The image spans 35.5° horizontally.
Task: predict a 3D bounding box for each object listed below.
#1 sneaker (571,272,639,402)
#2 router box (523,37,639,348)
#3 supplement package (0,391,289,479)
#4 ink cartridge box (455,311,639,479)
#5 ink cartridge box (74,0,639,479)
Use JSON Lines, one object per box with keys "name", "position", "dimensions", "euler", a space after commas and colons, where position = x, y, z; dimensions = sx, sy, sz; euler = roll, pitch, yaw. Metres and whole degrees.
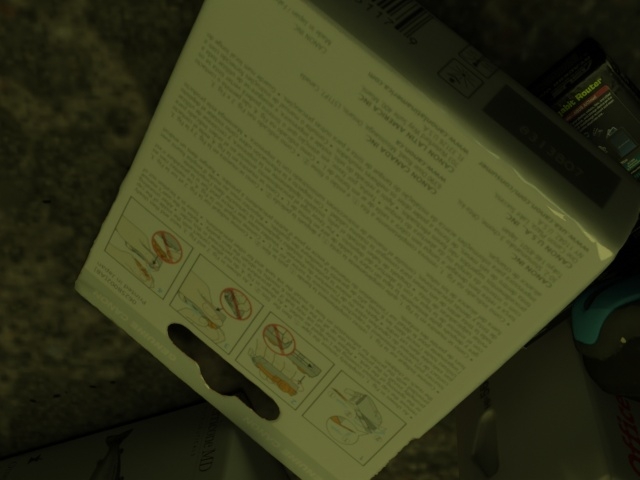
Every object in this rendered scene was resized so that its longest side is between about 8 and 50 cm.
{"name": "sneaker", "position": [0.266, 0.096, 0.436], "dimensions": [0.341, 0.125, 0.139], "euler": [14, 89, -10]}
{"name": "router box", "position": [0.110, -0.019, 0.469], "dimensions": [0.122, 0.038, 0.092], "euler": [-40, 110, 21]}
{"name": "supplement package", "position": [-0.109, 0.173, 0.546], "dimensions": [0.179, 0.105, 0.105], "euler": [-18, 115, 12]}
{"name": "ink cartridge box", "position": [0.170, 0.140, 0.488], "dimensions": [0.203, 0.148, 0.086], "euler": [36, 115, -15]}
{"name": "ink cartridge box", "position": [0.000, 0.000, 0.459], "dimensions": [0.189, 0.066, 0.232], "euler": [40, 137, 4]}
